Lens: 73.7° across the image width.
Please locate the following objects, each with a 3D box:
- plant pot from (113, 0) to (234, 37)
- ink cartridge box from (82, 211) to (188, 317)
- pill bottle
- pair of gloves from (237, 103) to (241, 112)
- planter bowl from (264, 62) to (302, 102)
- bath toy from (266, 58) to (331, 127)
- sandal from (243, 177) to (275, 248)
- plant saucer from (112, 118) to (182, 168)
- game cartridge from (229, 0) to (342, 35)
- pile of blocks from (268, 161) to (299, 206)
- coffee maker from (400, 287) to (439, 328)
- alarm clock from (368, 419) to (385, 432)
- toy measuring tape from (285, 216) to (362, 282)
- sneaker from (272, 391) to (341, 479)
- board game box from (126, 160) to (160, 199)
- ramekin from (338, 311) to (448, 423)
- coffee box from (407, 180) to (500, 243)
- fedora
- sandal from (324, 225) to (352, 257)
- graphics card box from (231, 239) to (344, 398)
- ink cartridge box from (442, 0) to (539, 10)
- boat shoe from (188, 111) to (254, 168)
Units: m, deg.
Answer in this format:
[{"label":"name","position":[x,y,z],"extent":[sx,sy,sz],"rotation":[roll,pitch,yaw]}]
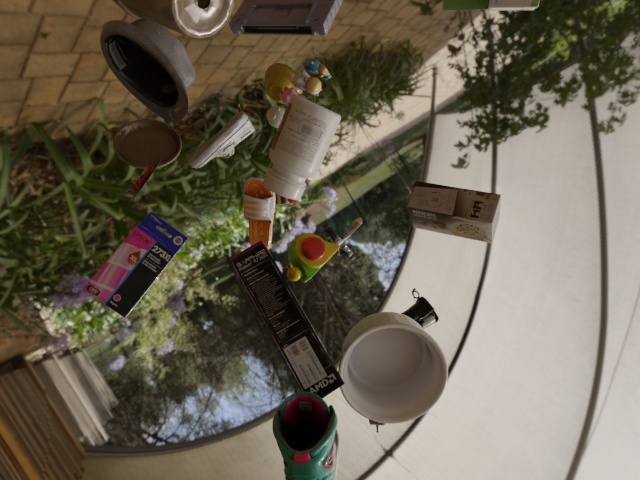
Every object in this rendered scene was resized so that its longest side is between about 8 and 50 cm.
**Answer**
[{"label":"plant pot","position":[-0.387,-0.707,1.154],"extent":[0.323,0.280,0.323],"rotation":[-38,157,-19]},{"label":"ink cartridge box","position":[-0.672,0.082,1.576],"extent":[0.371,0.176,0.069],"rotation":[-57,-165,-21]},{"label":"pill bottle","position":[-0.053,-0.223,1.042],"extent":[0.229,0.131,0.131],"rotation":[-65,172,16]},{"label":"pair of gloves","position":[-0.276,-0.421,1.477],"extent":[0.010,0.074,0.083],"rotation":[-8,161,-12]},{"label":"planter bowl","position":[-0.205,-0.764,2.140],"extent":[0.217,0.217,0.090],"rotation":[-27,-155,48]},{"label":"bath toy","position":[-0.099,-0.645,1.936],"extent":[0.348,0.129,0.151],"rotation":[-53,-134,1]},{"label":"sandal","position":[-0.199,-0.070,1.395],"extent":[0.102,0.265,0.076],"rotation":[2,-157,4]},{"label":"plant saucer","position":[-0.743,-0.412,1.842],"extent":[0.278,0.278,0.041],"rotation":[-32,162,-29]},{"label":"game cartridge","position":[-0.111,-0.789,1.440],"extent":[0.355,0.230,0.068],"rotation":[11,159,21]},{"label":"pile of blocks","position":[-0.094,-0.291,1.610],"extent":[0.112,0.149,0.362],"rotation":[-7,-120,51]},{"label":"coffee maker","position":[0.398,0.334,1.878],"extent":[0.178,0.171,0.120],"rotation":[-27,146,-24]},{"label":"alarm clock","position":[0.188,0.517,1.382],"extent":[0.064,0.192,0.129],"rotation":[-5,-148,16]},{"label":"toy measuring tape","position":[0.000,0.000,1.285],"extent":[0.330,0.121,0.121],"rotation":[-45,-169,-34]},{"label":"sneaker","position":[-0.025,0.375,0.858],"extent":[0.124,0.178,0.295],"rotation":[-6,-168,0]},{"label":"board game box","position":[-0.610,-0.217,1.459],"extent":[0.133,0.033,0.168],"rotation":[-26,-143,43]},{"label":"ramekin","position":[0.183,0.326,1.136],"extent":[0.277,0.277,0.135],"rotation":[-30,-171,6]},{"label":"coffee box","position":[0.480,-0.103,1.541],"extent":[0.119,0.297,0.168],"rotation":[-67,152,-18]},{"label":"fedora","position":[-0.427,-0.461,1.118],"extent":[0.244,0.275,0.124],"rotation":[-26,-152,56]},{"label":"sandal","position":[0.060,0.012,1.712],"extent":[0.054,0.097,0.254],"rotation":[-44,151,0]},{"label":"graphics card box","position":[-0.082,0.198,1.039],"extent":[0.094,0.371,0.233],"rotation":[-30,172,-11]},{"label":"ink cartridge box","position":[0.440,-0.681,1.084],"extent":[0.235,0.171,0.056],"rotation":[7,-158,14]},{"label":"boat shoe","position":[-0.283,-0.279,1.257],"extent":[0.226,0.076,0.083],"rotation":[-44,-146,-7]}]
